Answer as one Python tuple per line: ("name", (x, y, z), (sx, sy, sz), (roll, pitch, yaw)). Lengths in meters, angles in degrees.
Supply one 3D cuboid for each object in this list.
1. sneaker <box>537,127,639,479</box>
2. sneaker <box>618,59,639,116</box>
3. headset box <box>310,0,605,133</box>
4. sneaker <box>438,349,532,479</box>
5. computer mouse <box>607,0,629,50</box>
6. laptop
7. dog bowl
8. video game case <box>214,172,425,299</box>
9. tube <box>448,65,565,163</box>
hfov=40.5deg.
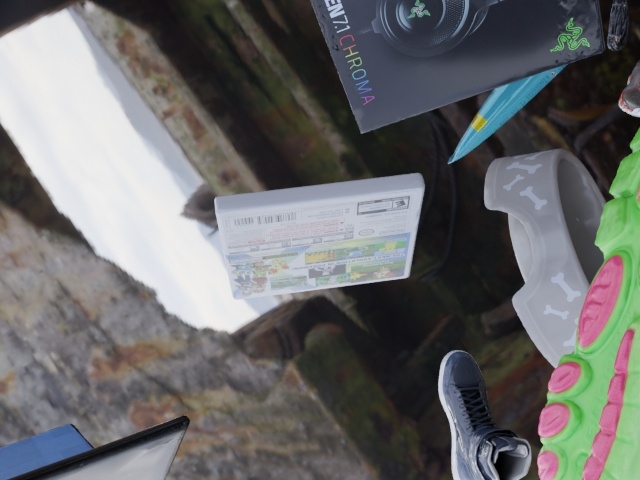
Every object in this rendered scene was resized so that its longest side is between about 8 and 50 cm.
("sneaker", (0.341, 0.033, 0.705), (0.202, 0.483, 0.185), (21, -176, -16))
("sneaker", (0.424, -0.207, 1.121), (0.158, 0.061, 0.065), (-65, -14, -54))
("headset box", (0.131, -0.275, 0.861), (0.131, 0.283, 0.246), (-98, -12, -48))
("sneaker", (0.258, 0.280, 1.360), (0.163, 0.086, 0.226), (143, 120, -71))
("computer mouse", (0.474, -0.418, 1.346), (0.041, 0.242, 0.071), (19, -167, 40))
("laptop", (-0.416, 0.286, 1.055), (0.236, 0.381, 0.408), (56, 141, 25))
("dog bowl", (0.372, 0.021, 1.300), (0.348, 0.102, 0.349), (37, -139, -42))
("video game case", (0.000, 0.000, 1.465), (0.300, 0.328, 0.036), (90, 172, -59))
("tube", (0.226, -0.172, 1.036), (0.052, 0.207, 0.080), (43, -163, 6))
